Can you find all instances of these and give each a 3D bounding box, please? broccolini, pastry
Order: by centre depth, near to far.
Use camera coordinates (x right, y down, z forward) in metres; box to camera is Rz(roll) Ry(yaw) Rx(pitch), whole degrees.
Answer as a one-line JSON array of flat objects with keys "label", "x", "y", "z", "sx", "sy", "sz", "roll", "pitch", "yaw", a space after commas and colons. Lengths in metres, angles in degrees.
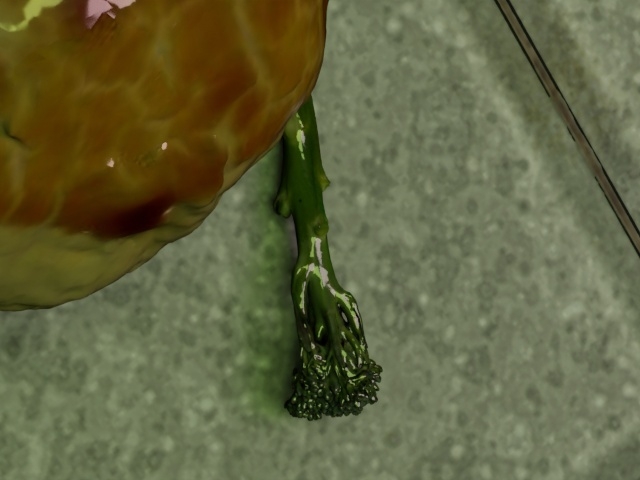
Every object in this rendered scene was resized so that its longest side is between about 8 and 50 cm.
[{"label": "pastry", "x": -0.169, "y": -0.154, "z": 0.776, "sx": 0.388, "sy": 0.312, "sz": 0.389, "roll": 0, "pitch": 91, "yaw": -16}, {"label": "broccolini", "x": 0.002, "y": 0.000, "z": 0.962, "sx": 0.058, "sy": 0.067, "sz": 0.216, "roll": -1, "pitch": 78, "yaw": -21}]
